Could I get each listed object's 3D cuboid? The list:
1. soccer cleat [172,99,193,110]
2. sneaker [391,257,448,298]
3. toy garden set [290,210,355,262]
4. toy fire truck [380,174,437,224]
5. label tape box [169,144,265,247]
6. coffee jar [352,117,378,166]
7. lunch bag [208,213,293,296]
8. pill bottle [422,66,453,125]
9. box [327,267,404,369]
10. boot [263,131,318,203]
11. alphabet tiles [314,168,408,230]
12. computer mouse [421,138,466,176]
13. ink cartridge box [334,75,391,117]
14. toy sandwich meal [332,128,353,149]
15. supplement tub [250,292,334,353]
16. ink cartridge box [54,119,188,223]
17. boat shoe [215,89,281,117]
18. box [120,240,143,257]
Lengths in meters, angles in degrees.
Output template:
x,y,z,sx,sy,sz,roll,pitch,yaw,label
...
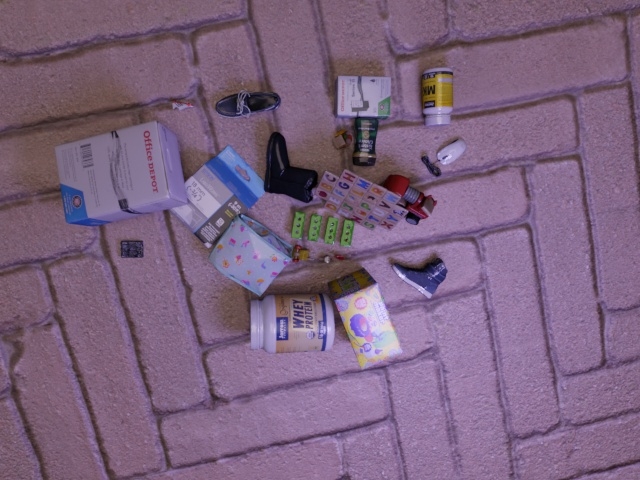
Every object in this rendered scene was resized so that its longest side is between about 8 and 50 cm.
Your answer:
x,y,z,sx,sy,sz,roll,pitch,yaw,label
-0.528,-0.515,1.731,0.083,0.029,0.036,9,106,-3,soccer cleat
0.416,0.117,1.857,0.226,0.086,0.163,33,105,-18,sneaker
0.000,0.000,1.836,0.244,0.049,0.204,10,95,-7,toy garden set
0.345,-0.158,1.721,0.217,0.246,0.159,30,74,-8,toy fire truck
-0.397,-0.174,1.748,0.333,0.106,0.240,-44,99,2,label tape box
0.176,-0.386,1.780,0.096,0.079,0.185,2,98,-5,coffee jar
-0.273,0.050,1.746,0.262,0.160,0.223,35,107,-13,lunch bag
0.457,-0.556,1.759,0.119,0.119,0.209,-3,97,-4,pill bottle
0.169,0.294,1.771,0.177,0.279,0.290,-21,98,-2,box
-0.104,-0.278,1.726,0.207,0.094,0.247,13,104,21,boot
0.149,-0.146,1.721,0.342,0.285,0.011,26,62,-4,alphabet tiles
0.513,-0.347,1.831,0.193,0.042,0.106,-37,98,1,computer mouse
0.161,-0.553,1.751,0.208,0.087,0.153,-1,97,-4,ink cartridge box
0.087,-0.400,1.782,0.085,0.029,0.086,4,99,25,toy sandwich meal
-0.116,0.324,1.767,0.316,0.228,0.228,-1,98,-9,supplement tub
-0.710,-0.232,1.628,0.394,0.166,0.286,-12,85,6,ink cartridge box
-0.278,-0.521,1.723,0.254,0.079,0.095,-4,98,-4,boat shoe
-0.748,0.035,1.790,0.083,0.018,0.067,-1,98,-5,box
